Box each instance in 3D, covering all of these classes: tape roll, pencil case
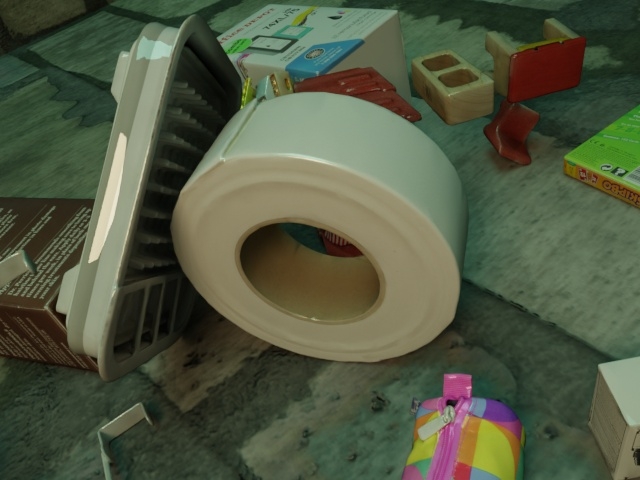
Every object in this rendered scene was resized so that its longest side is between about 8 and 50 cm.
[{"bbox_3d":[0.000,0.000,0.560,0.286,0.286,0.100,1,45,21],"label":"tape roll"},{"bbox_3d":[0.093,0.227,0.420,0.104,0.104,0.236,3,46,23],"label":"pencil case"}]

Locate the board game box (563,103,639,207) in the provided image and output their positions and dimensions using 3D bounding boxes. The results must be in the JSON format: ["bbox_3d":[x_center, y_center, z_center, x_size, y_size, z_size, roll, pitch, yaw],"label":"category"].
[{"bbox_3d":[0.461,-0.139,0.741,0.259,0.039,0.124,-34,44,-14],"label":"board game box"}]

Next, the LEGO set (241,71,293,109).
[{"bbox_3d":[-0.108,-0.134,0.816,0.287,0.107,0.132,-49,41,29],"label":"LEGO set"}]

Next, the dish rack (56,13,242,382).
[{"bbox_3d":[-0.169,-0.044,0.589,0.072,0.285,0.333,15,91,2],"label":"dish rack"}]

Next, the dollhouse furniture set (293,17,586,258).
[{"bbox_3d":[0.162,-0.125,0.718,0.373,0.201,0.152,-15,40,-7],"label":"dollhouse furniture set"}]

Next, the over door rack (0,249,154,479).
[{"bbox_3d":[-0.229,0.191,0.433,0.108,0.240,0.324,-25,30,-4],"label":"over door rack"}]

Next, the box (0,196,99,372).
[{"bbox_3d":[-0.428,0.048,0.774,0.381,0.143,0.191,4,46,21],"label":"box"}]

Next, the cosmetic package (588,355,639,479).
[{"bbox_3d":[0.347,0.125,0.442,0.238,0.099,0.060,-13,43,6],"label":"cosmetic package"}]

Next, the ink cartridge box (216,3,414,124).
[{"bbox_3d":[-0.024,-0.242,0.902,0.270,0.197,0.198,20,53,36],"label":"ink cartridge box"}]
